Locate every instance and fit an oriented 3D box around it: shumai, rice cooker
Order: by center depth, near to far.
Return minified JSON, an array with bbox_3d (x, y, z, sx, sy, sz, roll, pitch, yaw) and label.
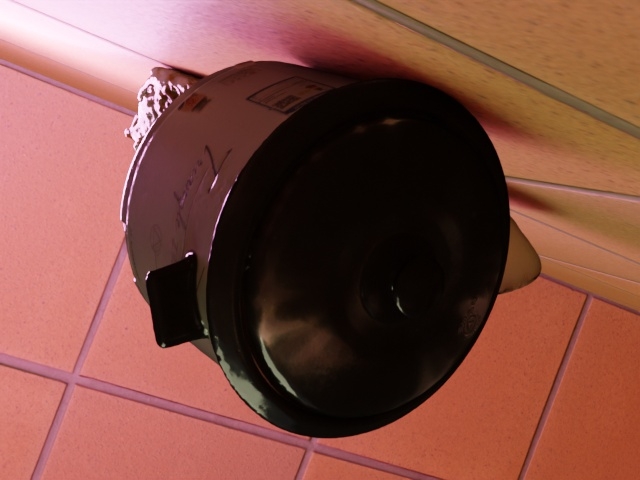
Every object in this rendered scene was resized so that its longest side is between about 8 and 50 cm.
[{"bbox_3d":[0.000,0.000,0.700,0.280,0.241,0.227,-16,-156,-30],"label":"rice cooker"},{"bbox_3d":[-0.140,-0.108,1.147,0.184,0.142,0.184,20,-176,-1],"label":"shumai"}]

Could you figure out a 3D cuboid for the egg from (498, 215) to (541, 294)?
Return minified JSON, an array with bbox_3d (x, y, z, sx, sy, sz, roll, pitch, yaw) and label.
[{"bbox_3d":[0.101,-0.010,1.127,0.286,0.174,0.264,-7,-176,-14],"label":"egg"}]
